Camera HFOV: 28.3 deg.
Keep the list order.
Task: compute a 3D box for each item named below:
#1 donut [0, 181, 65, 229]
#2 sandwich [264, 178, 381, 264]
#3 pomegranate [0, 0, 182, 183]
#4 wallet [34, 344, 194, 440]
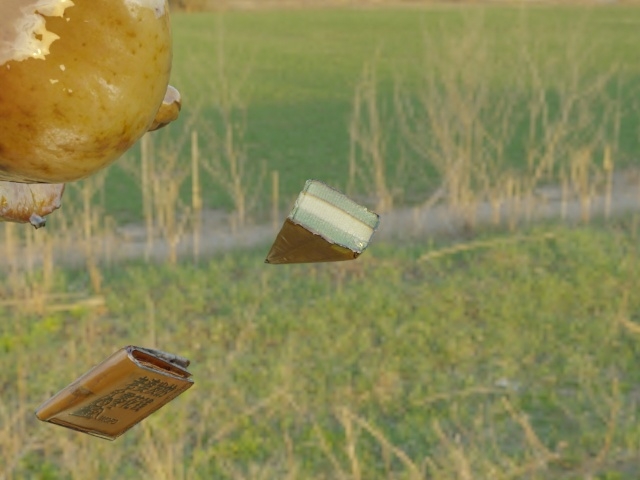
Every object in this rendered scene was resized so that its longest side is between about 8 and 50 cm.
[{"bbox_3d":[-0.536,-0.204,1.870,0.163,0.378,0.435,-11,-34,15],"label":"donut"},{"bbox_3d":[0.000,0.000,1.741,0.113,0.079,0.163,29,-28,-2],"label":"sandwich"},{"bbox_3d":[-0.341,-0.240,1.590,0.410,0.410,0.410,1,14,0],"label":"pomegranate"},{"bbox_3d":[-0.271,0.209,1.723,0.161,0.042,0.195,-37,-23,8],"label":"wallet"}]
